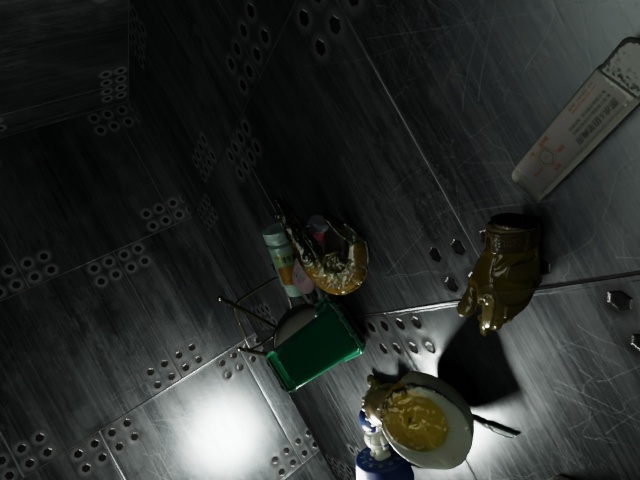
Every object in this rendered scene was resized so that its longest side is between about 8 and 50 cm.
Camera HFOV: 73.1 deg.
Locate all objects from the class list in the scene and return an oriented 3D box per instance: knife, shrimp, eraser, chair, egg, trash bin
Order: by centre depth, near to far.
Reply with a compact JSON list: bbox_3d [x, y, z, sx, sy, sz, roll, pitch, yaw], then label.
[{"bbox_3d":[0.458,-0.192,0.777,0.089,0.061,0.352,52,151,20],"label":"eraser"},{"bbox_3d":[0.548,0.605,1.407,0.210,0.015,0.028,-2,108,59],"label":"knife"},{"bbox_3d":[0.378,0.585,1.475,0.336,0.201,0.338,13,117,28],"label":"egg"},{"bbox_3d":[0.000,0.000,1.567,0.272,0.085,0.445,-38,93,27],"label":"shrimp"},{"bbox_3d":[-0.032,0.441,1.838,0.295,0.380,0.259,56,151,11],"label":"trash bin"},{"bbox_3d":[-0.216,0.404,2.161,0.409,0.361,0.365,20,132,47],"label":"chair"}]

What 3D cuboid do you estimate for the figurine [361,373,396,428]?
[{"bbox_3d":[0.247,0.693,1.824,0.247,0.172,0.177,12,126,55],"label":"figurine"}]

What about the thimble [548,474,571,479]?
[{"bbox_3d":[0.684,0.729,1.214,0.115,0.090,0.102,16,125,56],"label":"thimble"}]

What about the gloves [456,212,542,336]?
[{"bbox_3d":[0.425,0.100,1.010,0.141,0.154,0.332,33,134,45],"label":"gloves"}]

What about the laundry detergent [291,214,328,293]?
[{"bbox_3d":[-0.040,0.051,1.726,0.159,0.087,0.336,55,141,42],"label":"laundry detergent"}]

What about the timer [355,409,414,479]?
[{"bbox_3d":[0.265,0.933,1.982,0.270,0.270,0.385,-9,93,61],"label":"timer"}]

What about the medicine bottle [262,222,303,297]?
[{"bbox_3d":[-0.136,0.083,1.925,0.158,0.158,0.319,15,128,54],"label":"medicine bottle"}]

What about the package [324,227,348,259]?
[{"bbox_3d":[0.051,0.061,1.709,0.203,0.062,0.251,1,103,59],"label":"package"}]
